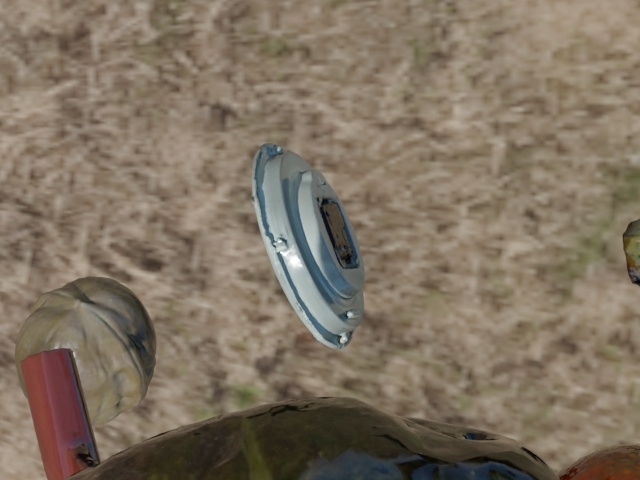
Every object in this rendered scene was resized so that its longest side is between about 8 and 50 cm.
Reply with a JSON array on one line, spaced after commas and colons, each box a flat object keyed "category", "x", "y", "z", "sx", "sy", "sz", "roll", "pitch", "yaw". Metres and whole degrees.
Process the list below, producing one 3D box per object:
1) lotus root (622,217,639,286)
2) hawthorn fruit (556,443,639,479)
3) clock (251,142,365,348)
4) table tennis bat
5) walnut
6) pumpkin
[{"category": "lotus root", "x": 0.417, "y": -0.053, "z": 1.846, "sx": 0.210, "sy": 0.142, "sz": 0.314, "roll": 53, "pitch": 49, "yaw": -45}, {"category": "hawthorn fruit", "x": 0.255, "y": 0.295, "z": 1.448, "sx": 0.300, "sy": 0.275, "sz": 0.275, "roll": 20, "pitch": 81, "yaw": -62}, {"category": "clock", "x": 0.000, "y": 0.000, "z": 1.971, "sx": 0.236, "sy": 0.053, "sz": 0.236, "roll": 55, "pitch": 24, "yaw": -38}, {"category": "table tennis bat", "x": -0.145, "y": 0.220, "z": 1.212, "sx": 0.038, "sy": 0.200, "sz": 0.310, "roll": -7, "pitch": 70, "yaw": -28}, {"category": "walnut", "x": -0.223, "y": 0.108, "z": 1.759, "sx": 0.140, "sy": 0.140, "sz": 0.162, "roll": -39, "pitch": 145, "yaw": -25}, {"category": "pumpkin", "x": -0.049, "y": 0.180, "z": 0.879, "sx": 0.232, "sy": 0.325, "sz": 0.242, "roll": 24, "pitch": 38, "yaw": -26}]
